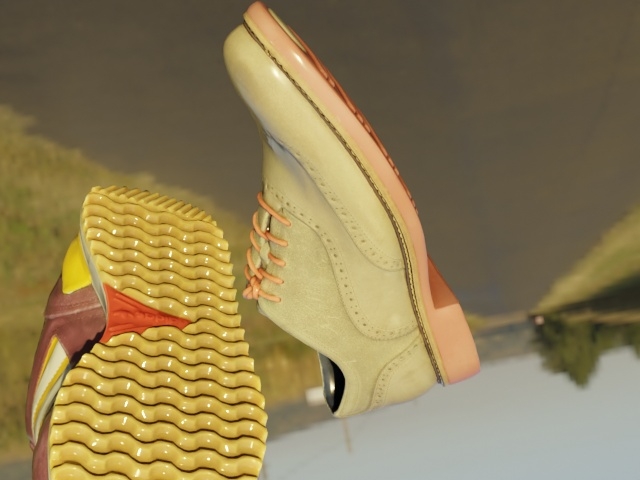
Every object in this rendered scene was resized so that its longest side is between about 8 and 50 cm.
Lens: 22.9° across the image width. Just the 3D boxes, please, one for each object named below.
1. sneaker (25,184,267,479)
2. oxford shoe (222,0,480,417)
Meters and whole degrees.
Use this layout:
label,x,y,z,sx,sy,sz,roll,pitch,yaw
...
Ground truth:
label,x,y,z,sx,sy,sz,roll,pitch,yaw
sneaker,-0.061,0.062,0.508,0.069,0.084,0.185,14,-148,-11
oxford shoe,0.000,0.000,1.069,0.130,0.348,0.123,-28,-144,-1
